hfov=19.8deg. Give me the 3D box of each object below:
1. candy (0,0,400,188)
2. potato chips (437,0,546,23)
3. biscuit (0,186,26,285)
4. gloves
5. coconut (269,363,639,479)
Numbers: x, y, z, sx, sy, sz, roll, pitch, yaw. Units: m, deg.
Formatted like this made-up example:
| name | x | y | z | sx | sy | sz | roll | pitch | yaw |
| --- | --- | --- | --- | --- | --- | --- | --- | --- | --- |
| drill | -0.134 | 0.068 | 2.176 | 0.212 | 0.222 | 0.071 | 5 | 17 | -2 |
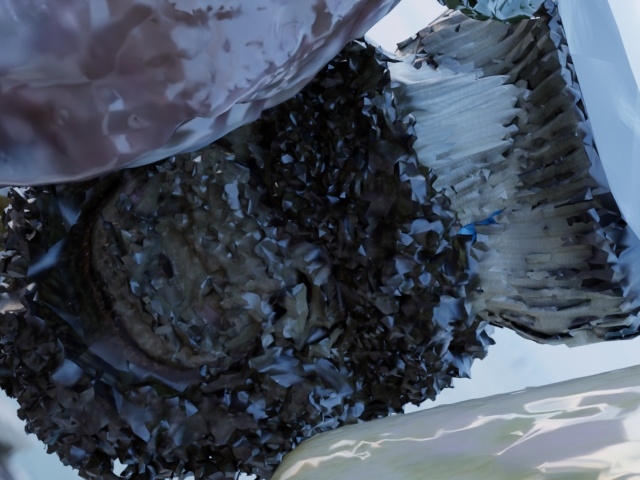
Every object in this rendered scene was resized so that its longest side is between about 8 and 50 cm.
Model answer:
| name | x | y | z | sx | sy | sz | roll | pitch | yaw |
| --- | --- | --- | --- | --- | --- | --- | --- | --- | --- |
| candy | -0.061 | -0.125 | 0.717 | 0.214 | 0.289 | 0.157 | -3 | -56 | 45 |
| potato chips | 0.048 | -0.155 | 0.358 | 0.029 | 0.220 | 0.202 | 13 | -10 | 26 |
| biscuit | -0.208 | -0.052 | 0.963 | 0.226 | 0.226 | 0.042 | 53 | -34 | -4 |
| gloves | 0.000 | 0.004 | 0.819 | 0.135 | 0.312 | 0.210 | -43 | 119 | -81 |
| coconut | 0.122 | 0.216 | 0.613 | 0.415 | 0.415 | 0.344 | 45 | 31 | -69 |
